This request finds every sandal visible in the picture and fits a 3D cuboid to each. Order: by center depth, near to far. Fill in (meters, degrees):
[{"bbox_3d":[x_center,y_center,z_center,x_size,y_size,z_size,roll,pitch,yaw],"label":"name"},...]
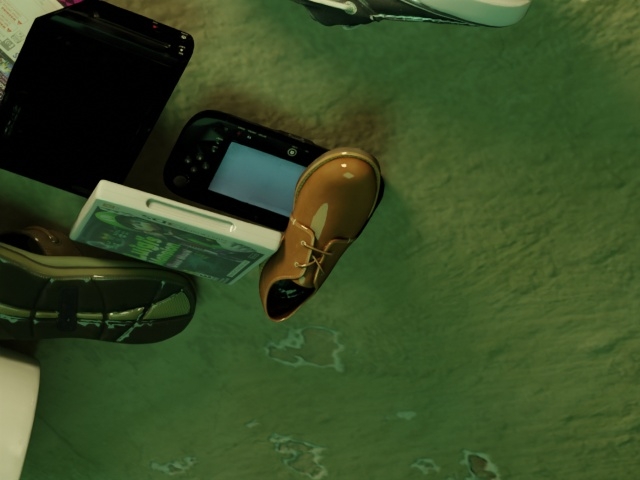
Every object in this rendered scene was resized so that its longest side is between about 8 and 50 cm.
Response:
[{"bbox_3d":[-0.279,0.039,1.648,0.303,0.086,0.120,10,129,-15],"label":"sandal"}]

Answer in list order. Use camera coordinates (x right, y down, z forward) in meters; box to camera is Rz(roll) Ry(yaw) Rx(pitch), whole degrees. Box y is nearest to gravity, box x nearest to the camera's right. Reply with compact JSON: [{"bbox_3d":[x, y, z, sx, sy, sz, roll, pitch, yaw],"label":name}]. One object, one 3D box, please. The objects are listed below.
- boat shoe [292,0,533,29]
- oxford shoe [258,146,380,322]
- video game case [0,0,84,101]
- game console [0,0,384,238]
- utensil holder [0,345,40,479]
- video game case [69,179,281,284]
[{"bbox_3d":[0.022,-0.222,1.308,0.301,0.108,0.102,18,133,2],"label":"boat shoe"},{"bbox_3d":[0.000,0.000,1.475,0.076,0.076,0.212,17,135,-12],"label":"oxford shoe"},{"bbox_3d":[-0.322,-0.197,1.463,0.210,0.042,0.232,-29,119,33],"label":"video game case"},{"bbox_3d":[-0.110,-0.090,1.469,0.361,0.044,0.213,18,138,-16],"label":"game console"},{"bbox_3d":[-0.520,0.215,1.679,0.385,0.327,0.327,16,134,-15],"label":"utensil holder"},{"bbox_3d":[-0.143,-0.004,1.529,0.173,0.022,0.190,17,165,-12],"label":"video game case"}]
